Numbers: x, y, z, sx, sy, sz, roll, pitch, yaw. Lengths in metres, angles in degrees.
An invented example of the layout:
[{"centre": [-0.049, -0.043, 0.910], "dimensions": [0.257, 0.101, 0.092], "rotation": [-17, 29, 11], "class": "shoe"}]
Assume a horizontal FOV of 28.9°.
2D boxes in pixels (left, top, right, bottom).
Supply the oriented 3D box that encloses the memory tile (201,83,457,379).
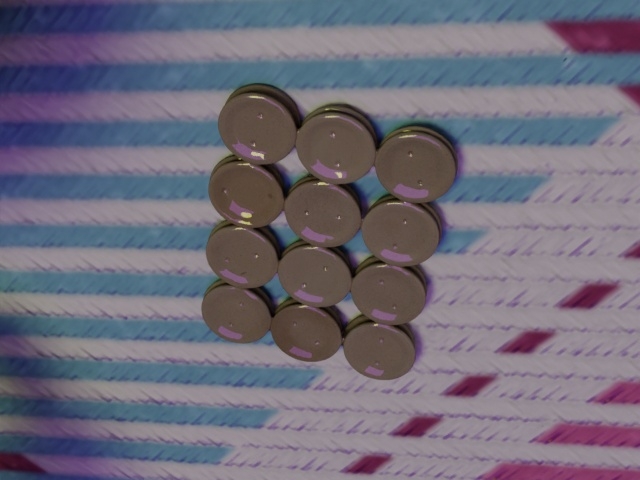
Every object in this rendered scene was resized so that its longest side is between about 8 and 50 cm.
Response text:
[{"centre": [0.000, 0.000, 0.591], "dimensions": [0.113, 0.012, 0.148], "rotation": [13, 127, 5], "class": "memory tile"}]
